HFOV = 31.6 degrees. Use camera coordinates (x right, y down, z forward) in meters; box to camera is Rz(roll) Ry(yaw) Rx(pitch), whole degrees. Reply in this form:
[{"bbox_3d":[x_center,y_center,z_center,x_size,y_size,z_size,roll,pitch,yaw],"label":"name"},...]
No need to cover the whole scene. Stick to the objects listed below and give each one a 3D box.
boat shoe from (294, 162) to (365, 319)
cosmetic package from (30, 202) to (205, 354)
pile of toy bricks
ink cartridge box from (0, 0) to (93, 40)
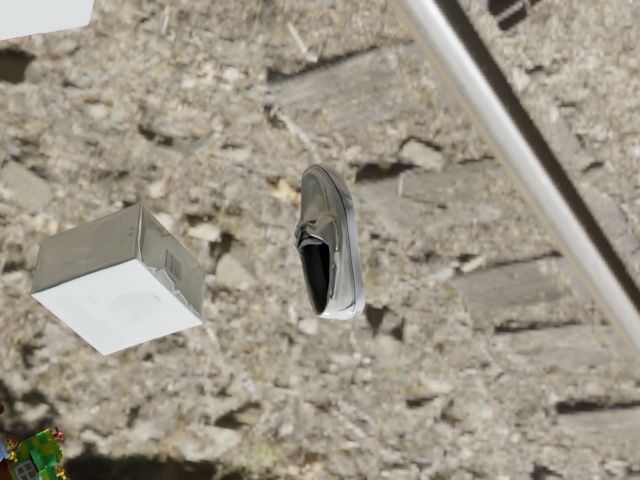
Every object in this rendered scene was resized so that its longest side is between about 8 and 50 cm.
[{"bbox_3d":[0.000,0.000,1.852,0.088,0.267,0.096,1,167,-43],"label":"boat shoe"},{"bbox_3d":[-0.364,0.075,2.069,0.225,0.138,0.224,-19,137,19],"label":"cosmetic package"},{"bbox_3d":[-0.385,0.286,1.491,0.105,0.212,0.118,-26,179,-22],"label":"pile of toy bricks"},{"bbox_3d":[-0.348,-0.343,1.305,0.128,0.176,0.127,-17,163,-23],"label":"ink cartridge box"}]
